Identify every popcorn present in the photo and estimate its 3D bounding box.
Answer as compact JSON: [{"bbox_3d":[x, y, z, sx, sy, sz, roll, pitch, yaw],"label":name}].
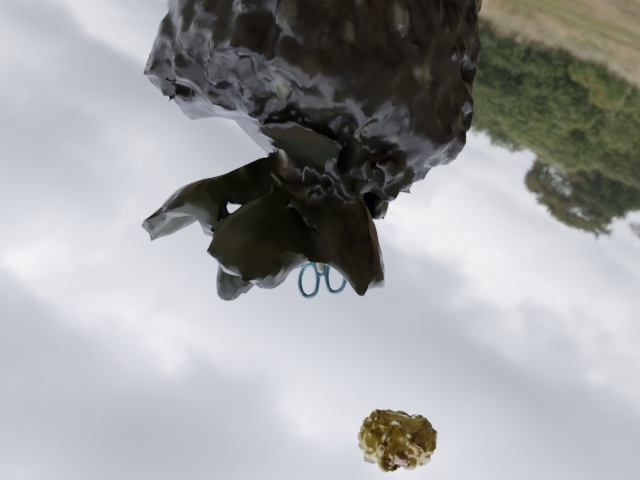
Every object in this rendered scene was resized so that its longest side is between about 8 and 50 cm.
[{"bbox_3d":[0.081,0.206,0.823,0.082,0.057,0.083,7,-177,-30],"label":"popcorn"}]

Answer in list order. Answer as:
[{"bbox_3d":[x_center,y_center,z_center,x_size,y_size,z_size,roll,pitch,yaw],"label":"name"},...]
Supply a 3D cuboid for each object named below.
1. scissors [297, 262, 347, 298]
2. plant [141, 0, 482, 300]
[{"bbox_3d":[0.000,0.000,0.820,0.058,0.119,0.014,-13,159,28],"label":"scissors"},{"bbox_3d":[-0.007,-0.104,0.593,0.213,0.313,0.215,10,180,-42],"label":"plant"}]
